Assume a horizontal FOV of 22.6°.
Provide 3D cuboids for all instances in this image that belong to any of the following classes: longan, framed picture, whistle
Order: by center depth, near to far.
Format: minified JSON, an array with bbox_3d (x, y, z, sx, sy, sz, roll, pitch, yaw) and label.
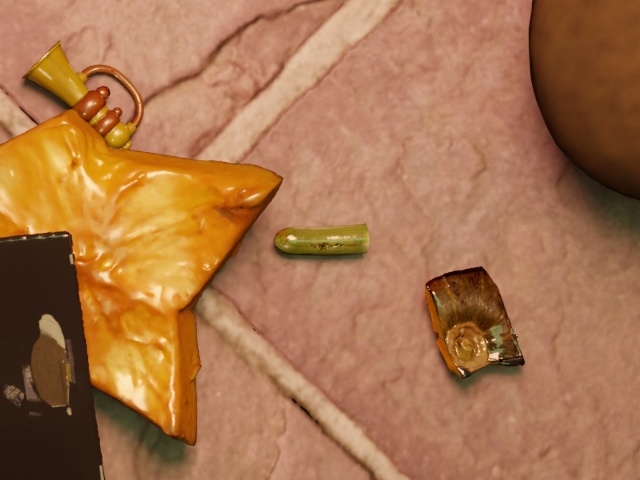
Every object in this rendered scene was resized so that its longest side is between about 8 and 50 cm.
[{"bbox_3d":[-0.345,0.122,1.281,0.323,0.013,0.244,-6,111,-3],"label":"framed picture"},{"bbox_3d":[0.328,-0.195,1.370,0.288,0.288,0.350,38,72,-8],"label":"longan"},{"bbox_3d":[-0.200,-0.125,1.383,0.109,0.057,0.046,42,125,-16],"label":"whistle"}]

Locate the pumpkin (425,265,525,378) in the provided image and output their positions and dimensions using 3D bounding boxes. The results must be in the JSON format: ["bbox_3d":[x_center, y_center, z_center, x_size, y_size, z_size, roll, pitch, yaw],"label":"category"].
[{"bbox_3d":[0.135,0.075,1.440,0.073,0.035,0.101,-17,88,-23],"label":"pumpkin"}]

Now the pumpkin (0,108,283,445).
[{"bbox_3d":[-0.206,0.025,1.340,0.290,0.095,0.258,17,90,-7],"label":"pumpkin"}]

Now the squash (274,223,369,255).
[{"bbox_3d":[0.000,0.000,1.416,0.083,0.027,0.028,-2,88,-10],"label":"squash"}]
